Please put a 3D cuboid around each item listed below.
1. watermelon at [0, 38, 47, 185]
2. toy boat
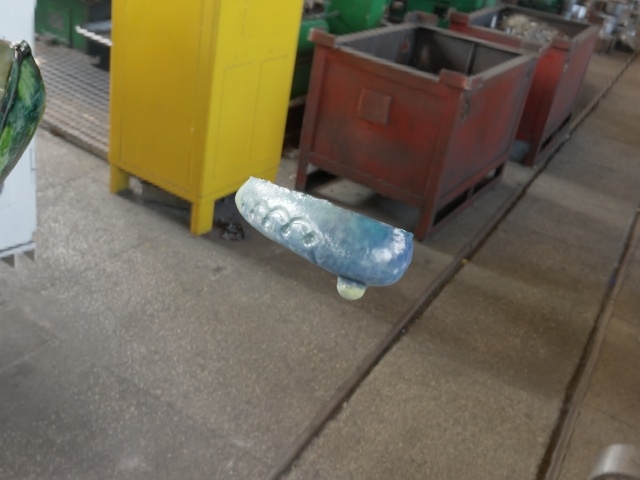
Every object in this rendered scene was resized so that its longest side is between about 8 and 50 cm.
[{"bbox_3d":[-0.232,-0.042,0.333,0.202,0.207,0.136,25,45,-49],"label":"watermelon"},{"bbox_3d":[0.000,0.000,1.122,0.215,0.123,0.330,20,3,-44],"label":"toy boat"}]
